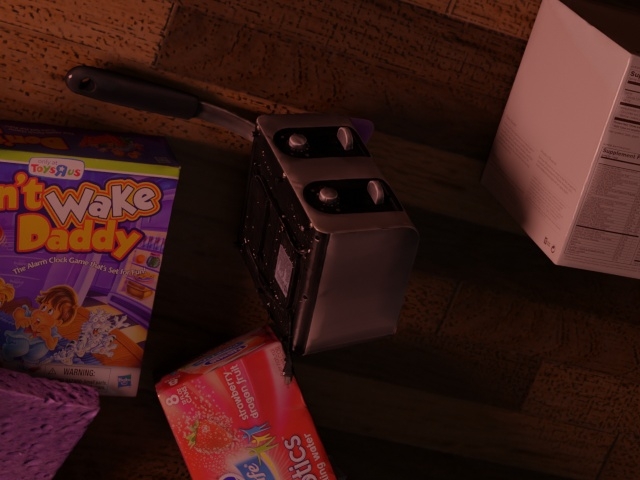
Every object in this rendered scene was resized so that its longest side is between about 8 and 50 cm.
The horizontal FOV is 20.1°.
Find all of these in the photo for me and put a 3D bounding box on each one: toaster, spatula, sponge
[{"bbox_3d":[0.000,0.000,1.627,0.110,0.168,0.186,-7,133,-21],"label":"toaster"},{"bbox_3d":[-0.093,-0.109,1.642,0.296,0.030,0.084,16,121,-22],"label":"spatula"},{"bbox_3d":[-0.296,0.193,1.666,0.117,0.031,0.210,13,135,-26],"label":"sponge"}]

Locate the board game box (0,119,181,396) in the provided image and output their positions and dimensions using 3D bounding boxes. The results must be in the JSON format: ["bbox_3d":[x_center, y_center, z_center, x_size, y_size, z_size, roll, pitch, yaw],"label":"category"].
[{"bbox_3d":[-0.318,0.010,1.600,0.347,0.078,0.233,5,113,-19],"label":"board game box"}]

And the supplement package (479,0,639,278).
[{"bbox_3d":[0.274,-0.096,1.671,0.149,0.194,0.203,9,111,-22],"label":"supplement package"}]

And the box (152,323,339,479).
[{"bbox_3d":[-0.053,0.224,1.714,0.128,0.122,0.257,-22,98,-4],"label":"box"}]

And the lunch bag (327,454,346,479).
[{"bbox_3d":[-0.026,0.253,1.821,0.083,0.053,0.071,2,116,-29],"label":"lunch bag"}]
